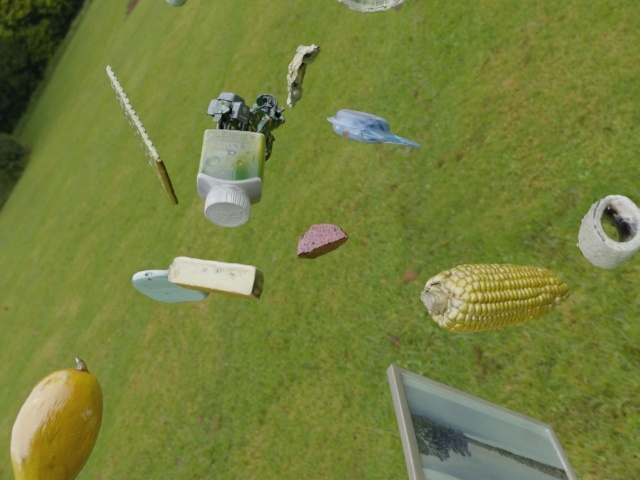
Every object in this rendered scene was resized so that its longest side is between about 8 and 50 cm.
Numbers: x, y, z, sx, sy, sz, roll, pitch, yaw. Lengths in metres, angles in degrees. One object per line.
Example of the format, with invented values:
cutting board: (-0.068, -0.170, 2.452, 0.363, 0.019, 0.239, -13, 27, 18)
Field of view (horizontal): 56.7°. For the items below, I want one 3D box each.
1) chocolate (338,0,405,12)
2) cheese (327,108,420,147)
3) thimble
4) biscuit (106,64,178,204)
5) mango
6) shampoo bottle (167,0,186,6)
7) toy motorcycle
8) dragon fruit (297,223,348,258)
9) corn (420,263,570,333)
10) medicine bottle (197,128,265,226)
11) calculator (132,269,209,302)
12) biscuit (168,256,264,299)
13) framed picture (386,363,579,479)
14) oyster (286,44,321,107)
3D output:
chocolate: (0.059, -0.462, 0.899, 0.221, 0.221, 0.147, -49, 29, 10)
cheese: (0.093, -0.219, 1.172, 0.245, 0.135, 0.052, -134, 51, -60)
thimble: (0.532, -0.015, 1.081, 0.102, 0.090, 0.115, -15, 64, -1)
biscuit: (-0.299, -0.174, 0.996, 0.016, 0.139, 0.231, -27, 64, -15)
mango: (-0.518, 0.385, 1.163, 0.119, 0.176, 0.317, 14, 93, 25)
shampoo bottle: (-0.294, -0.570, 1.278, 0.056, 0.056, 0.195, -61, 19, -15)
toy motorcycle: (-0.195, -0.331, 1.628, 0.124, 0.274, 0.187, 11, 88, 28)
dragon fruit: (0.000, 0.000, 1.781, 0.162, 0.106, 0.083, -25, 71, 1)
corn: (0.341, 0.107, 1.146, 0.130, 0.346, 0.130, 6, 97, 62)
medicine bottle: (-0.181, -0.128, 1.203, 0.088, 0.132, 0.189, 102, 170, -57)
calculator: (-0.415, 0.135, 1.676, 0.184, 0.295, 0.042, -6, 70, 12)
biscuit: (-0.186, 0.064, 1.052, 0.187, 0.052, 0.056, 7, 73, 27)
framed picture: (0.230, 0.285, 0.796, 0.016, 0.289, 0.213, -61, 15, 24)
oyster: (-0.030, -0.284, 0.983, 0.146, 0.045, 0.121, -66, 14, -16)
